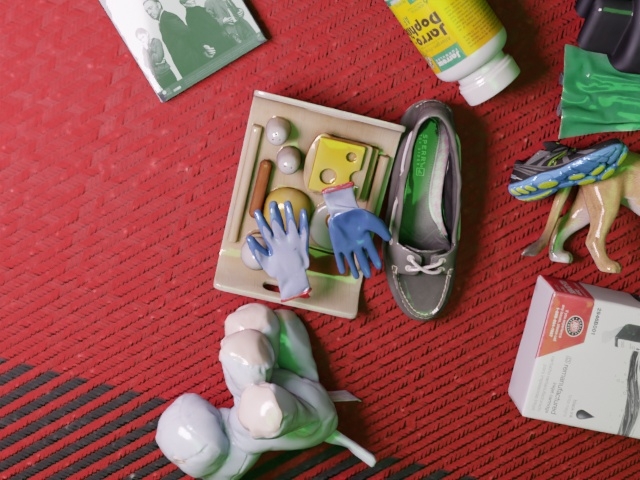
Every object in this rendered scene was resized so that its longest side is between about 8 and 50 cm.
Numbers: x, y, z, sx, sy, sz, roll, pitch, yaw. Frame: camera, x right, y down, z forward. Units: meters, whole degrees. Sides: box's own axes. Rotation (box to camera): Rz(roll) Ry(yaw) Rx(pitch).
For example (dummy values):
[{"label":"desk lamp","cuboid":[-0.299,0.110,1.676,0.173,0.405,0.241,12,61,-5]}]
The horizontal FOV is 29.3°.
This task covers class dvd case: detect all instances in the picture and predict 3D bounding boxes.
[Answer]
[{"label":"dvd case","cuboid":[-0.211,-0.342,1.737,0.179,0.029,0.239,-30,101,4]}]

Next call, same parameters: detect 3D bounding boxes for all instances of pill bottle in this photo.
[{"label":"pill bottle","cuboid":[0.187,-0.298,1.716,0.117,0.117,0.208,-35,102,5]}]

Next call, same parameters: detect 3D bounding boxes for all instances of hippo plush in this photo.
[{"label":"hippo plush","cuboid":[-0.114,0.243,1.808,0.236,0.234,0.294,-30,145,22]}]

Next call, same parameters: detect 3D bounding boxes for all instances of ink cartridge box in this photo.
[{"label":"ink cartridge box","cuboid":[0.443,0.181,1.831,0.272,0.114,0.197,11,101,-5]}]

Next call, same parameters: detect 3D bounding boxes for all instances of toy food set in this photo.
[{"label":"toy food set","cuboid":[-0.019,-0.050,1.757,0.219,0.092,0.306,13,112,-4]}]

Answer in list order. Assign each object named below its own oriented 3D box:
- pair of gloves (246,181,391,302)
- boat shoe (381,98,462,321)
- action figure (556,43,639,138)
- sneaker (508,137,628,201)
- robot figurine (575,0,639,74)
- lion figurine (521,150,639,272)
[{"label":"pair of gloves","cuboid":[0.000,0.000,1.733,0.198,0.023,0.159,-19,118,-2]},{"label":"boat shoe","cuboid":[0.149,-0.037,1.782,0.112,0.095,0.335,1,102,-1]},{"label":"action figure","cuboid":[0.462,-0.205,1.770,0.232,0.063,0.137,5,93,1]},{"label":"sneaker","cuboid":[0.348,-0.114,1.749,0.067,0.188,0.078,25,59,-41]},{"label":"robot figurine","cuboid":[0.498,-0.307,1.694,0.278,0.173,0.209,5,101,-5]},{"label":"lion figurine","cuboid":[0.495,-0.070,1.769,0.392,0.142,0.240,4,95,1]}]
